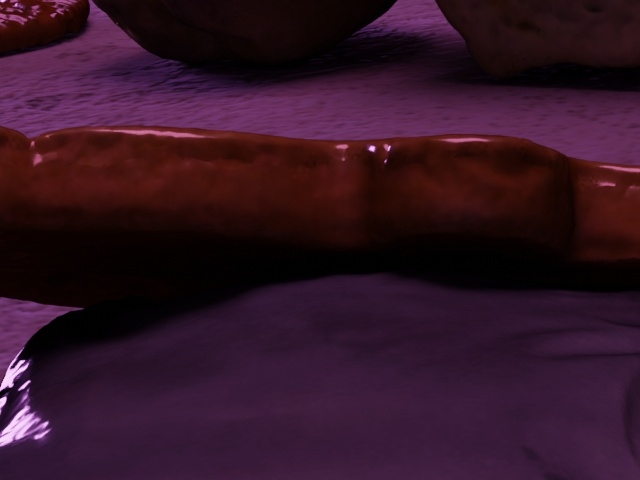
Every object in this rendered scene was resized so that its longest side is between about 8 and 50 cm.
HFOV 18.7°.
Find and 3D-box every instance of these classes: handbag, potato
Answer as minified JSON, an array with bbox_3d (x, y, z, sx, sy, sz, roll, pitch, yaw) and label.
[{"bbox_3d":[-0.009,0.075,0.388,0.192,0.075,0.332,-5,19,10],"label":"handbag"},{"bbox_3d":[-0.029,-0.168,1.064,0.200,0.137,0.154,-16,20,-30],"label":"potato"}]

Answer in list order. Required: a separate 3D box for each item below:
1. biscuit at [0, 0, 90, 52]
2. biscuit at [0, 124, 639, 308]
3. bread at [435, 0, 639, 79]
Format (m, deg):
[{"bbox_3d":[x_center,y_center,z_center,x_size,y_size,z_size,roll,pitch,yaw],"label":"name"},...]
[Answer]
[{"bbox_3d":[-0.236,-0.139,1.203,0.188,0.027,0.188,-4,17,1],"label":"biscuit"},{"bbox_3d":[0.000,-0.003,0.543,0.249,0.035,0.184,3,-11,-8],"label":"biscuit"},{"bbox_3d":[0.163,-0.195,1.010,0.196,0.238,0.252,-35,6,32],"label":"bread"}]
